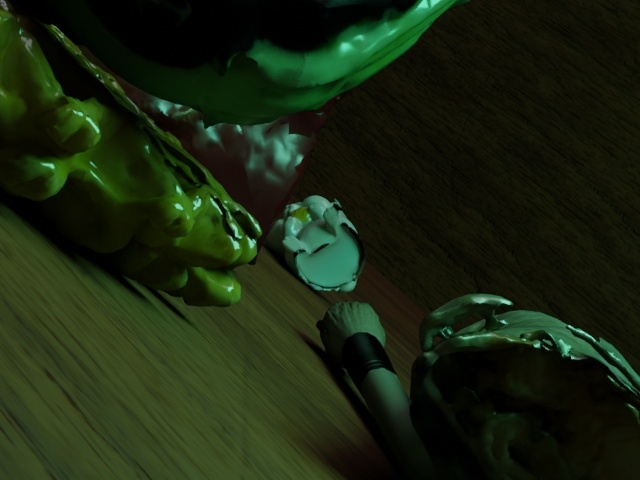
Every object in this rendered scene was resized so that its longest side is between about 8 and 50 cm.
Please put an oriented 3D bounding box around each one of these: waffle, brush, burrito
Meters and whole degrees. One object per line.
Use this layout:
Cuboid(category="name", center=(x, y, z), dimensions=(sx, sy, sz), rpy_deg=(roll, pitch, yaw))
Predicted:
Cuboid(category="waffle", center=(-0.140, -0.074, 0.729), dimensions=(0.260, 0.069, 0.293), rpy_deg=(45, 2, 42))
Cuboid(category="brush", center=(0.032, 0.082, 0.938), dimensions=(0.299, 0.039, 0.042), rpy_deg=(-117, -176, -77))
Cuboid(category="burrito", center=(0.117, 0.107, 0.826), dimensions=(0.175, 0.107, 0.348), rpy_deg=(48, 0, 8))

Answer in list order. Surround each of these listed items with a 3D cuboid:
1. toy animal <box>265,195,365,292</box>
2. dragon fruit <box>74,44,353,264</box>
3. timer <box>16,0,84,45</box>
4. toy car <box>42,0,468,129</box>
Cuboid(category="toy animal", center=(-0.004, -0.004, 1.508), dimensions=(0.085, 0.071, 0.124), rpy_deg=(38, 3, -30))
Cuboid(category="dragon fruit", center=(-0.106, -0.191, 1.166), dimensions=(0.302, 0.330, 0.240), rpy_deg=(38, -19, -16))
Cuboid(category="timer", center=(-0.210, -0.154, 0.904), dimensions=(0.144, 0.055, 0.187), rpy_deg=(12, -13, 31))
Cuboid(category="toy car", center=(-0.091, -0.202, 0.738), dimensions=(0.359, 0.213, 0.176), rpy_deg=(47, -35, 5))
